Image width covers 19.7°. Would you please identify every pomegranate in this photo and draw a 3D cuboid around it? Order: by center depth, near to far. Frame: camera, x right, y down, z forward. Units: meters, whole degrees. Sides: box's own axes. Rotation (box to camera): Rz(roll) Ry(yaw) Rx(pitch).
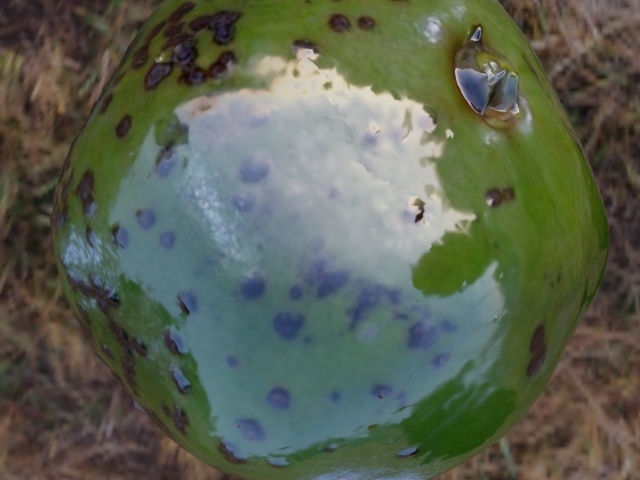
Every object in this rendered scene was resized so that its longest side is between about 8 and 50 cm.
[{"bbox_3d":[0.000,0.000,0.827,0.254,0.254,0.270,27,132,-12],"label":"pomegranate"}]
